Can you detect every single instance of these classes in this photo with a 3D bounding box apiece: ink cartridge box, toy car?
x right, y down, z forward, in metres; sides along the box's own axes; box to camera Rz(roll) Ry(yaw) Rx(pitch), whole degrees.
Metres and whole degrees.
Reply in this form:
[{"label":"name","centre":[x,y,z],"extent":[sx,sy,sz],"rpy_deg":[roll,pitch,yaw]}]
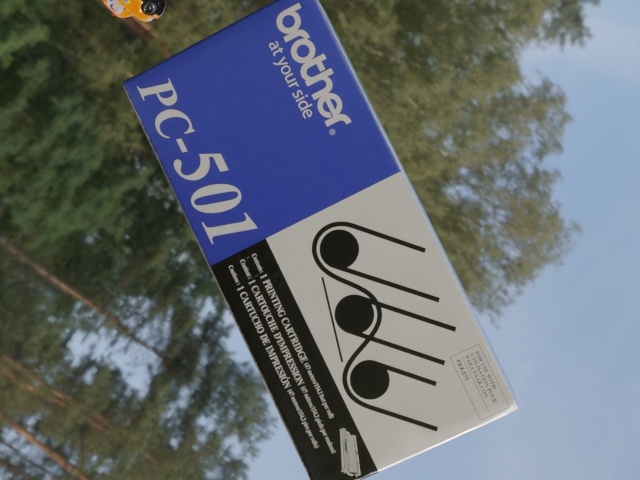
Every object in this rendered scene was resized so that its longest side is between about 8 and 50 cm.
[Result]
[{"label":"ink cartridge box","centre":[0.000,0.000,0.427],"extent":[0.097,0.207,0.046],"rpy_deg":[-27,176,8]},{"label":"toy car","centre":[-0.167,-0.233,0.801],"extent":[0.041,0.060,0.122],"rpy_deg":[-33,-131,27]}]
